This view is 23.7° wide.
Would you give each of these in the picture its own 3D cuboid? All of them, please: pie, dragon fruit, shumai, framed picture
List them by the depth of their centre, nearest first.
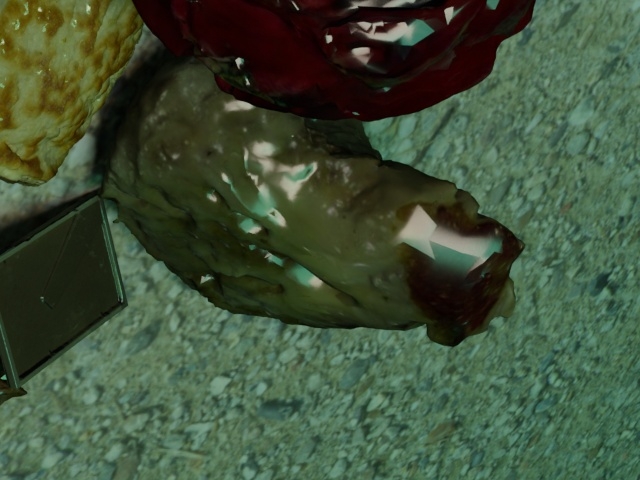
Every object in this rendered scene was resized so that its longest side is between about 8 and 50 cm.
[{"bbox_3d":[0.013,-0.230,1.010,0.329,0.329,0.329,-26,140,-24],"label":"dragon fruit"},{"bbox_3d":[-0.203,-0.132,1.071,0.179,0.084,0.205,-64,157,3],"label":"pie"},{"bbox_3d":[-0.213,0.038,1.229,0.149,0.011,0.109,-40,128,-50],"label":"framed picture"},{"bbox_3d":[0.001,0.003,1.253,0.217,0.283,0.346,-45,146,-2],"label":"shumai"}]

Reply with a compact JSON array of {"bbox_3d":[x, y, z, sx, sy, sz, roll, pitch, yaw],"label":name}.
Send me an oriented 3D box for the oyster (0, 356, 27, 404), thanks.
[{"bbox_3d":[-0.364,0.150,1.212,0.361,0.096,0.221,-18,143,-28],"label":"oyster"}]
